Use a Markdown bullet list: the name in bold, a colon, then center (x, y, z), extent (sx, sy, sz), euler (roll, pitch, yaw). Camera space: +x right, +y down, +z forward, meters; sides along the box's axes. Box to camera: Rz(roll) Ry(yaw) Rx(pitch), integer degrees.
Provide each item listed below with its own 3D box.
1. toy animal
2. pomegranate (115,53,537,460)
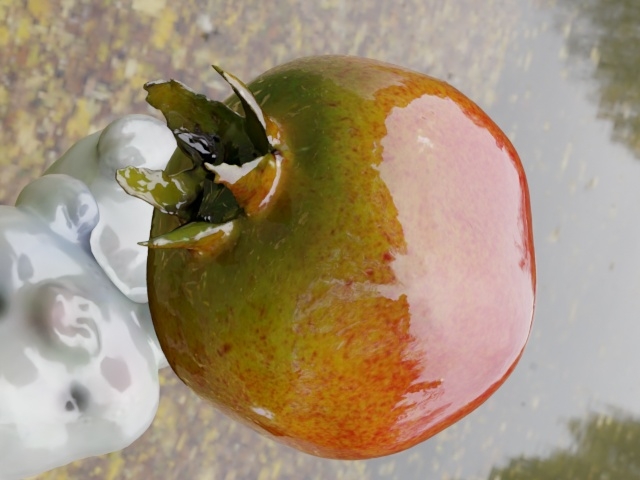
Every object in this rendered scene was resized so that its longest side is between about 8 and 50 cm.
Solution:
- **toy animal**: center (-0.219, 0.080, 0.868), extent (0.241, 0.196, 0.367), euler (-34, -171, 39)
- **pomegranate**: center (0.000, 0.000, 0.653), extent (0.257, 0.221, 0.221), euler (38, 69, -40)
